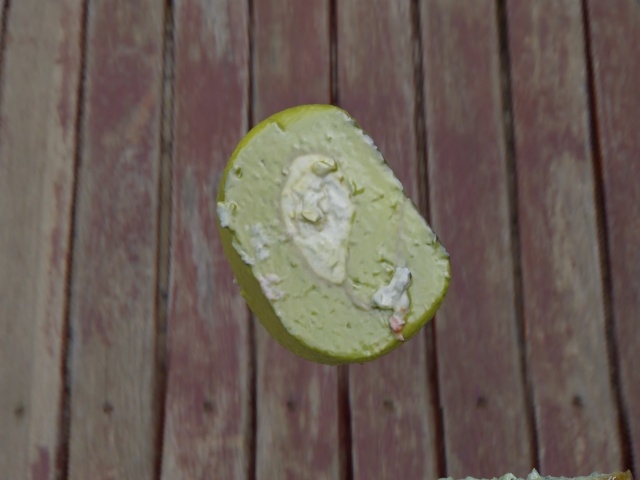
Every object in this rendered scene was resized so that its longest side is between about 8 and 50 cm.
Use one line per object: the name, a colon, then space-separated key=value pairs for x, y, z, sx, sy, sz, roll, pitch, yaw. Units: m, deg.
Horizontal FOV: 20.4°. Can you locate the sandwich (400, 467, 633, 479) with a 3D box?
sandwich: x=0.089 y=0.298 z=1.261 sx=0.131 sy=0.325 sz=0.262 roll=1 pitch=81 yaw=-33

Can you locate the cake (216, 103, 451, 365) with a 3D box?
cake: x=0.000 y=0.000 z=1.765 sx=0.179 sy=0.156 sz=0.260 roll=-35 pitch=89 yaw=-14
